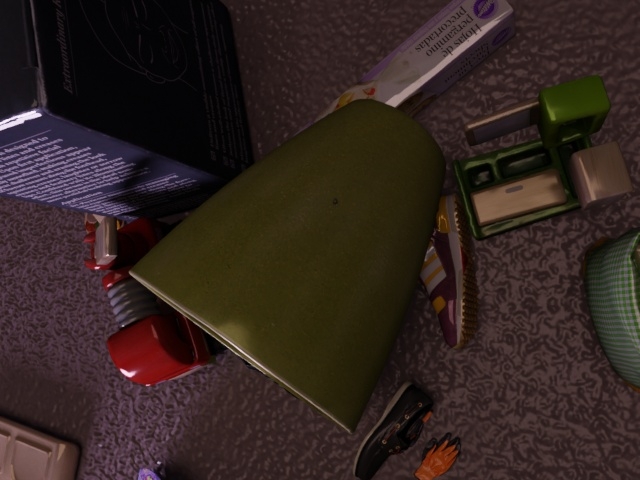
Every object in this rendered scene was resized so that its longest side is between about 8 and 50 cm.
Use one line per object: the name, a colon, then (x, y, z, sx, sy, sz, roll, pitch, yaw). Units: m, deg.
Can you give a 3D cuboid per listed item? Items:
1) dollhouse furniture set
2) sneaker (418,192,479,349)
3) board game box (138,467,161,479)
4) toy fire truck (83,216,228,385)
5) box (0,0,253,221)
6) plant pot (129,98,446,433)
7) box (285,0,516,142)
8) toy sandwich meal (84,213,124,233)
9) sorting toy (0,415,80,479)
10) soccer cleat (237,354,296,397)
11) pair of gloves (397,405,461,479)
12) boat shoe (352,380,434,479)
dollhouse furniture set: (0.240, 0.022, 0.587, 0.151, 0.197, 0.302, -16, 79, 16)
sneaker: (0.139, 0.039, 0.699, 0.083, 0.069, 0.186, -8, 75, 28)
board game box: (-0.238, 0.398, 0.774, 0.133, 0.033, 0.169, 32, 115, 44)
toy fire truck: (-0.226, 0.065, 0.730, 0.158, 0.246, 0.217, -25, 77, 17)
box: (-0.273, -0.204, 0.695, 0.211, 0.395, 0.294, -13, 80, 18)
plant pot: (0.000, 0.000, 0.623, 0.274, 0.275, 0.294, 30, 75, 20)
box: (0.094, -0.188, 0.733, 0.324, 0.067, 0.063, -38, 74, 12)
toy sandwich meal: (-0.338, -0.036, 0.897, 0.085, 0.029, 0.086, -2, 84, 20)
sorting toy: (-0.502, 0.438, 0.911, 0.228, 0.041, 0.308, 11, 89, 17)
soccer cleat: (-0.054, 0.163, 0.749, 0.178, 0.072, 0.060, 27, 94, 21)
pair of gloves: (0.125, 0.248, 0.708, 0.083, 0.010, 0.074, 46, 101, 19)
boat shoe: (0.085, 0.235, 0.692, 0.042, 0.049, 0.133, 35, 91, 34)
